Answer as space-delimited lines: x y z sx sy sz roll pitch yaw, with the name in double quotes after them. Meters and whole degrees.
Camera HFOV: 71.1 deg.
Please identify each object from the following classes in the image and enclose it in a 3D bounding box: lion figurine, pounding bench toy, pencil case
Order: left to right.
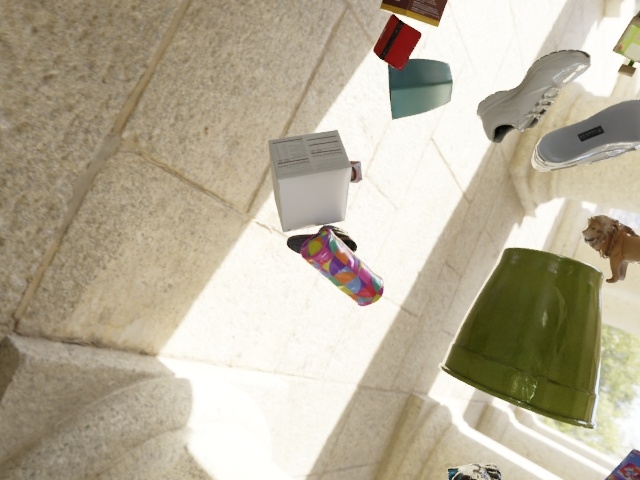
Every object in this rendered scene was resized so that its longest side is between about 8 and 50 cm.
0.058 0.070 1.099 0.236 0.104 0.104 43 71 -30 "pencil case"
1.095 0.040 1.523 0.142 0.392 0.240 -5 99 -30 "lion figurine"
0.410 -0.255 0.560 0.065 0.052 0.083 -50 160 -12 "pounding bench toy"

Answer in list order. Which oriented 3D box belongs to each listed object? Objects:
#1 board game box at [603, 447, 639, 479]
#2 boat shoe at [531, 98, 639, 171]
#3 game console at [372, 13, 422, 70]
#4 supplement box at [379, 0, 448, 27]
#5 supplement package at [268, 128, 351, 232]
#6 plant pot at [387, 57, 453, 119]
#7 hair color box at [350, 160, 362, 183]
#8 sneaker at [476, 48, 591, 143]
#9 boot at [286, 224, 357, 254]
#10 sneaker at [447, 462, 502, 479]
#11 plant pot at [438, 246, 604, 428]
0.970 0.747 1.234 0.233 0.347 0.078 -34 98 -14 "board game box"
0.781 -0.274 1.269 0.367 0.136 0.156 -21 166 5 "boat shoe"
0.271 -0.707 1.598 0.085 0.124 0.144 11 127 -30 "game console"
0.340 -0.866 1.537 0.191 0.129 0.194 -8 127 -40 "supplement box"
-0.032 -0.166 1.307 0.204 0.145 0.262 -11 150 -8 "supplement package"
0.384 -0.594 1.734 0.166 0.234 0.166 72 15 -61 "plant pot"
0.077 -0.247 1.595 0.043 0.141 0.072 -37 126 -47 "hair color box"
0.526 -0.344 1.105 0.111 0.297 0.129 12 63 -27 "sneaker"
0.000 0.000 1.409 0.219 0.106 0.082 6 115 -8 "boot"
0.394 0.646 1.094 0.341 0.139 0.125 51 39 -76 "sneaker"
0.528 0.213 1.116 0.366 0.366 0.353 23 85 -54 "plant pot"
